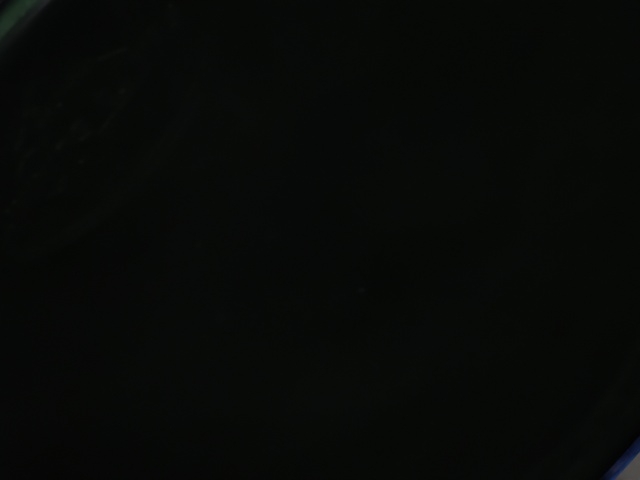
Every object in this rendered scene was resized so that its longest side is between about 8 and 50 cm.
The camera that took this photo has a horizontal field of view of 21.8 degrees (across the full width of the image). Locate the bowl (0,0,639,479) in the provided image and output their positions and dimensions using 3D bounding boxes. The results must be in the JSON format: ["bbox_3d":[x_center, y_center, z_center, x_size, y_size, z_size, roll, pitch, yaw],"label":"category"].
[{"bbox_3d":[0.000,0.000,0.555,0.391,0.077,0.391,-18,131,-22],"label":"bowl"}]
